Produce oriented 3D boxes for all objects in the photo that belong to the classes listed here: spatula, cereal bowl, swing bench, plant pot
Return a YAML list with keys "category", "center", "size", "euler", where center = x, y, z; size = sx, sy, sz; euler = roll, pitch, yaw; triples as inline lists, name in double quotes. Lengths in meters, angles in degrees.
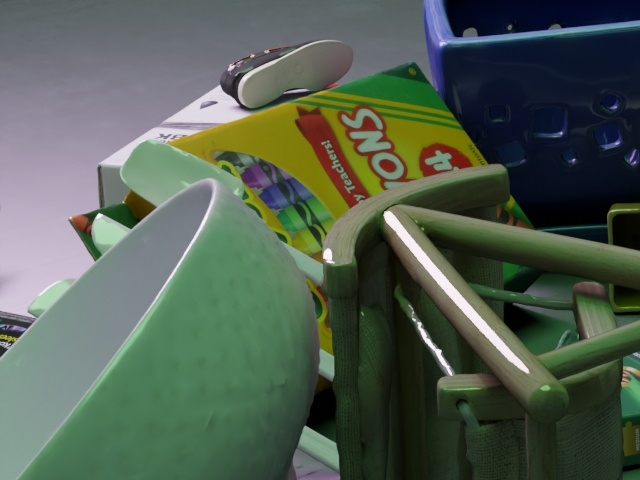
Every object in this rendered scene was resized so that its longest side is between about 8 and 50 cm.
- category: "spatula"
  center: [-0.052, 0.045, 1.225]
  size: [0.242, 0.019, 0.168]
  euler: [30, 54, 0]
- category: "cereal bowl"
  center: [-0.117, 0.136, 0.944]
  size: [0.339, 0.141, 0.339]
  euler: [-44, 12, 12]
- category: "swing bench"
  center: [0.096, 0.124, 0.898]
  size: [0.165, 0.253, 0.255]
  euler: [-16, 23, -29]
- category: "plant pot"
  center: [0.212, -0.107, 1.559]
  size: [0.236, 0.212, 0.236]
  euler: [-4, 19, 1]
- category: "plant pot"
  center: [0.266, 0.006, 1.439]
  size: [0.081, 0.081, 0.083]
  euler: [-2, 12, 7]

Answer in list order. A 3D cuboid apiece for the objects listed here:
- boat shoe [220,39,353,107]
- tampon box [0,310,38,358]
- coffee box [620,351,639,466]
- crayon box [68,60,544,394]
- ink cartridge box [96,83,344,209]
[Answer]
- category: "boat shoe"
  center: [-0.029, -0.156, 1.645]
  size: [0.133, 0.049, 0.042]
  euler: [-22, 34, -31]
- category: "tampon box"
  center: [-0.238, 0.123, 1.187]
  size: [0.120, 0.101, 0.161]
  euler: [9, 24, 32]
- category: "coffee box"
  center: [0.188, 0.111, 1.218]
  size: [0.184, 0.040, 0.113]
  euler: [-8, 21, -11]
- category: "crayon box"
  center: [0.000, 0.000, 1.350]
  size: [0.319, 0.081, 0.202]
  euler: [-23, 71, -38]
- category: "ink cartridge box"
  center: [-0.046, -0.050, 1.598]
  size: [0.197, 0.114, 0.273]
  euler: [5, 23, 21]
